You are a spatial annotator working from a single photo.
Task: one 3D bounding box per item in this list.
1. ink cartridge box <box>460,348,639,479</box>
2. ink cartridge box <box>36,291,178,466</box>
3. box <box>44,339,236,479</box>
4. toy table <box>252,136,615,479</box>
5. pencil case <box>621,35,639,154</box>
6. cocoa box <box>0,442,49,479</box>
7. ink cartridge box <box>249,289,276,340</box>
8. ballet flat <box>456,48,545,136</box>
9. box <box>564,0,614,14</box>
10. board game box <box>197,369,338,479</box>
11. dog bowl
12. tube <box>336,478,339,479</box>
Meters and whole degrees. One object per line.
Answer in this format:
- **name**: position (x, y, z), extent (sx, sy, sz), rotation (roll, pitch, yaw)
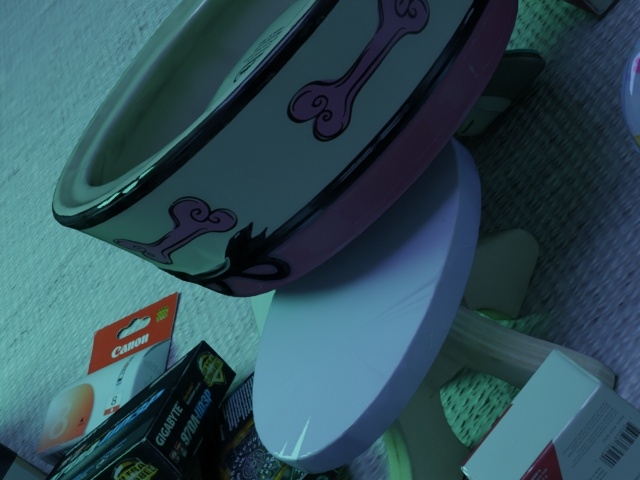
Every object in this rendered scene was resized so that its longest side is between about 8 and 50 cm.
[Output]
- **ink cartridge box**: position (0.171, 0.147, 0.837), extent (0.099, 0.135, 0.056), rotation (-51, 30, 1)
- **ink cartridge box**: position (-0.223, 0.140, 1.419), extent (0.145, 0.045, 0.179), rotation (-26, 44, 34)
- **box**: position (-0.187, 0.206, 1.231), extent (0.220, 0.051, 0.175), rotation (-39, 10, 26)
- **toy table**: position (0.077, 0.068, 1.005), extent (0.252, 0.161, 0.274), rotation (12, 70, 54)
- **pencil case**: position (0.335, -0.102, 0.892), extent (0.273, 0.113, 0.124), rotation (4, 82, 52)
- **cocoa box**: position (-0.493, 0.319, 1.389), extent (0.231, 0.228, 0.347), rotation (6, 60, 53)
- **ink cartridge box**: position (0.000, 0.000, 1.203), extent (0.148, 0.086, 0.203), rotation (-58, 29, 26)
- **ballet flat**: position (0.122, -0.121, 1.231), extent (0.213, 0.072, 0.068), rotation (-9, 79, 48)
- **box**: position (0.210, -0.325, 1.244), extent (0.149, 0.127, 0.232), rotation (-50, 32, 3)
- **board game box**: position (-0.051, 0.181, 1.160), extent (0.126, 0.026, 0.186), rotation (-44, 26, 13)
- **dog bowl**: position (-0.019, -0.130, 1.038), extent (0.408, 0.150, 0.408), rotation (-41, 22, 20)
- **tube**: position (-0.009, 0.250, 0.993), extent (0.070, 0.062, 0.240), rotation (-8, 10, -2)
